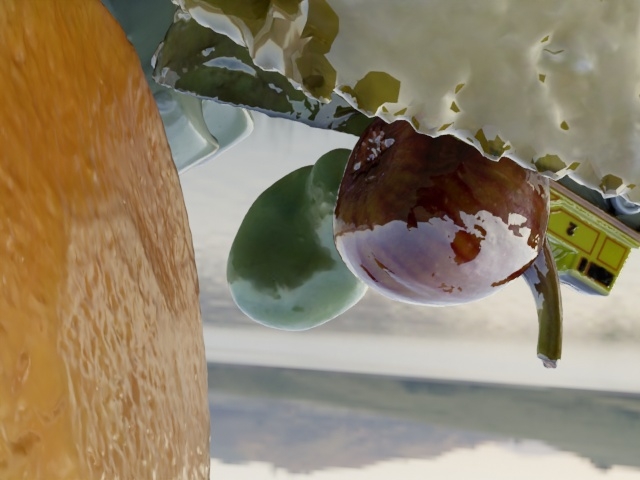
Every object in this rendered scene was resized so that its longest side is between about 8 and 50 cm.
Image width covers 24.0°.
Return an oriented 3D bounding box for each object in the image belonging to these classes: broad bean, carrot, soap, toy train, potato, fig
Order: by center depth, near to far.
[{"bbox_3d":[-0.107,0.043,0.510,0.100,0.258,0.307,-5,133,5],"label":"carrot"},{"bbox_3d":[0.129,-0.054,0.756,0.338,0.304,0.169,-20,-154,-4],"label":"soap"},{"bbox_3d":[0.118,-0.018,1.169,0.207,0.175,0.175,25,167,-20],"label":"fig"},{"bbox_3d":[-0.014,-0.228,1.261,0.269,0.255,0.112,17,-175,25],"label":"potato"},{"bbox_3d":[0.248,-0.027,1.522,0.219,0.127,0.089,30,170,-20],"label":"toy train"},{"bbox_3d":[0.000,0.000,1.593,0.228,0.169,0.100,-28,157,26],"label":"broad bean"}]

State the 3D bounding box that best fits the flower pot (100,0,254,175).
[{"bbox_3d":[-0.209,-0.231,1.574,0.164,0.367,0.254,-32,176,12],"label":"flower pot"}]
